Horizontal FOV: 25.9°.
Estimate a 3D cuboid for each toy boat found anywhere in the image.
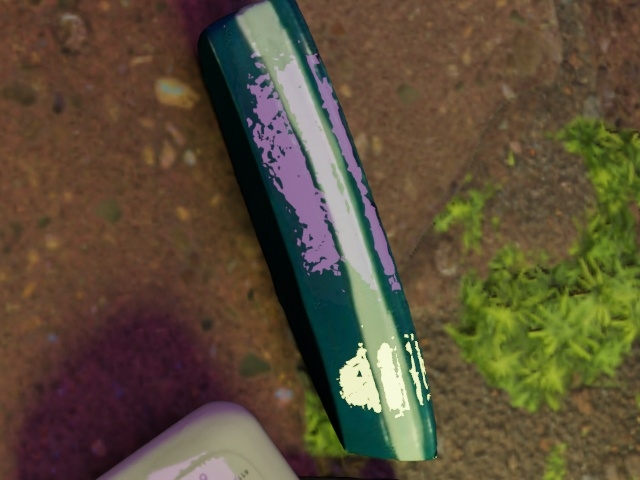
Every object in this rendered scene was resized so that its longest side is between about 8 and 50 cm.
[{"bbox_3d":[0.000,0.000,0.845,0.062,0.096,0.299,-20,90,-14],"label":"toy boat"}]

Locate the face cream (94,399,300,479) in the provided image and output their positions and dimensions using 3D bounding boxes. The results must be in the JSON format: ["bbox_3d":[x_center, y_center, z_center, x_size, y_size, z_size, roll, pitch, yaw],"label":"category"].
[{"bbox_3d":[-0.021,0.236,0.769,0.144,0.071,0.291,-37,86,-12],"label":"face cream"}]

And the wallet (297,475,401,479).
[{"bbox_3d":[-0.004,0.263,0.827,0.124,0.025,0.244,7,77,-21],"label":"wallet"}]
